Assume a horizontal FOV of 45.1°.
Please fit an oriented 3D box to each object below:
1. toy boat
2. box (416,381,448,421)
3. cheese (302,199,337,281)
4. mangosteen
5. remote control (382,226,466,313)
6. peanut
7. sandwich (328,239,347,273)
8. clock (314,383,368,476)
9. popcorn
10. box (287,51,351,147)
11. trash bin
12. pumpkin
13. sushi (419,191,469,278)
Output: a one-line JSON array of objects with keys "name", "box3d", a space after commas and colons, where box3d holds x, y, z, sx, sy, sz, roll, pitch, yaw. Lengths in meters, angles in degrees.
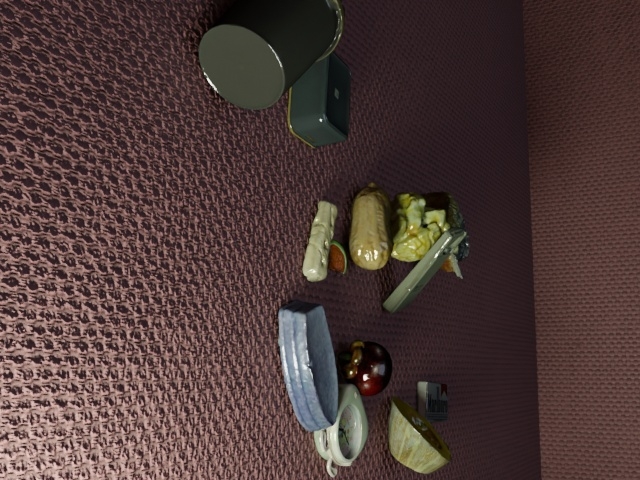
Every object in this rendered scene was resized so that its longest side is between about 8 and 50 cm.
[{"name": "toy boat", "box3d": [-0.023, 0.266, 1.607, 0.127, 0.078, 0.282, -26, 108, -63]}, {"name": "box", "box3d": [0.332, 0.478, 2.277, 0.177, 0.036, 0.115, 24, 65, -58]}, {"name": "cheese", "box3d": [0.000, 0.000, 1.729, 0.065, 0.043, 0.194, 41, 53, -46]}, {"name": "mangosteen", "box3d": [0.099, 0.293, 1.800, 0.140, 0.140, 0.140, 16, 72, -60]}, {"name": "remote control", "box3d": [0.276, 0.075, 2.034, 0.038, 0.285, 0.123, 44, 26, 19]}, {"name": "peanut", "box3d": [0.126, -0.036, 1.905, 0.120, 0.110, 0.236, 26, 54, -34]}, {"name": "sandwich", "box3d": [0.031, 0.036, 1.798, 0.101, 0.026, 0.069, 27, 67, -55]}, {"name": "clock", "box3d": [0.041, 0.424, 1.715, 0.191, 0.062, 0.151, -48, 128, -53]}, {"name": "popcorn", "box3d": [0.236, -0.036, 2.057, 0.187, 0.167, 0.185, 47, 62, 0]}, {"name": "box", "box3d": [0.003, -0.322, 1.732, 0.144, 0.090, 0.201, 30, 60, -58]}, {"name": "trash bin", "box3d": [-0.075, -0.412, 1.474, 0.334, 0.214, 0.214, -58, 135, -43]}, {"name": "pumpkin", "box3d": [0.241, 0.523, 2.009, 0.110, 0.217, 0.217, -52, 146, 3]}, {"name": "sushi", "box3d": [0.357, -0.015, 2.292, 0.184, 0.139, 0.274, 53, 39, -47]}]
